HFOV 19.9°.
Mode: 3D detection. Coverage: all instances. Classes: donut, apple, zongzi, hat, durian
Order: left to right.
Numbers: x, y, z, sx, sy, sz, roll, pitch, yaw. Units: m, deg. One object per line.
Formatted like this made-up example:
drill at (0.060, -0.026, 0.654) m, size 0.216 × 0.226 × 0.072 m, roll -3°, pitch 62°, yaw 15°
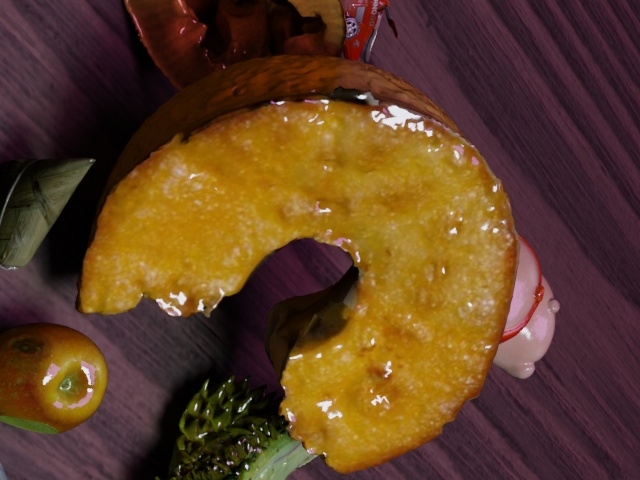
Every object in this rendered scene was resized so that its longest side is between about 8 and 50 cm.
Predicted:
zongzi at (-0.249, -0.024, 1.639) m, size 0.052 × 0.113 × 0.104 m, roll 17°, pitch 78°, yaw -47°
apple at (-0.250, 0.122, 1.656) m, size 0.114 × 0.102 × 0.099 m, roll 37°, pitch 64°, yaw -48°
durian at (-0.090, 0.215, 1.872) m, size 0.375 × 0.106 × 0.132 m, roll -23°, pitch 134°, yaw -50°
hat at (-0.048, -0.270, 1.849) m, size 0.233 × 0.244 × 0.234 m, roll -41°, pitch 133°, yaw -62°
donut at (0.000, 0.000, 1.755) m, size 0.435 × 0.377 × 0.163 m, roll 43°, pitch 20°, yaw -29°

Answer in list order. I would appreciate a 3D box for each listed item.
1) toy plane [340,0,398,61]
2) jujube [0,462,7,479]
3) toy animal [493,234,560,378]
toy plane at (0.034, -0.230, 2.066) m, size 0.077 × 0.126 × 0.194 m, roll -3°, pitch 134°, yaw -24°
jujube at (-0.363, 0.235, 1.330) m, size 0.246 × 0.308 × 0.215 m, roll -42°, pitch 126°, yaw -42°
toy animal at (0.208, 0.071, 2.254) m, size 0.197 × 0.171 × 0.171 m, roll 44°, pitch 57°, yaw -55°
